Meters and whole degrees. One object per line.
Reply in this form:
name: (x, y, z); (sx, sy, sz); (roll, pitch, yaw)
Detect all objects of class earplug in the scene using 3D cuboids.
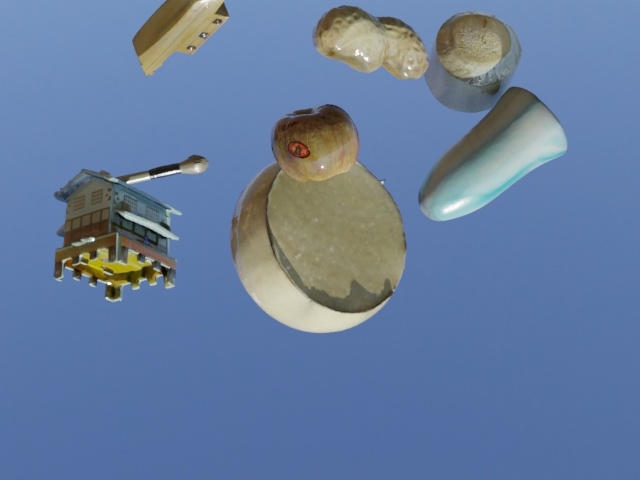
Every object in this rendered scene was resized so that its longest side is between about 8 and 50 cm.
earplug: (0.345, -0.157, 1.987); (0.324, 0.185, 0.185); (-40, -135, -7)

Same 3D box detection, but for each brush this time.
brush: (-0.401, -0.150, 2.119); (0.299, 0.042, 0.039); (-11, -140, -8)

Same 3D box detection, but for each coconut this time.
coconut: (0.335, -0.391, 2.079); (0.202, 0.222, 0.202); (2, -111, -5)

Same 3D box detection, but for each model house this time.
model house: (-0.420, -0.011, 1.927); (0.198, 0.224, 0.215); (-16, -117, 29)

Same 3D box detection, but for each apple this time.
apple: (-0.007, -0.139, 1.337); (0.126, 0.102, 0.126); (-15, -163, 5)

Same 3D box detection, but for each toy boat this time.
toy boat: (-0.196, -0.302, 1.320); (0.077, 0.200, 0.057); (-1, -117, -50)

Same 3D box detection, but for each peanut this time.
peanut: (0.088, -0.326, 1.549); (0.228, 0.104, 0.086); (5, 167, -32)

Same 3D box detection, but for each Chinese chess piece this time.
Chinese chess piece: (0.000, 0.000, 1.705); (0.338, 0.338, 0.140); (-39, -172, -40)

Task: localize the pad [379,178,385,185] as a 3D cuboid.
pad: (0.057, -0.078, 2.066); (0.193, 0.116, 0.004); (-12, -135, -37)
